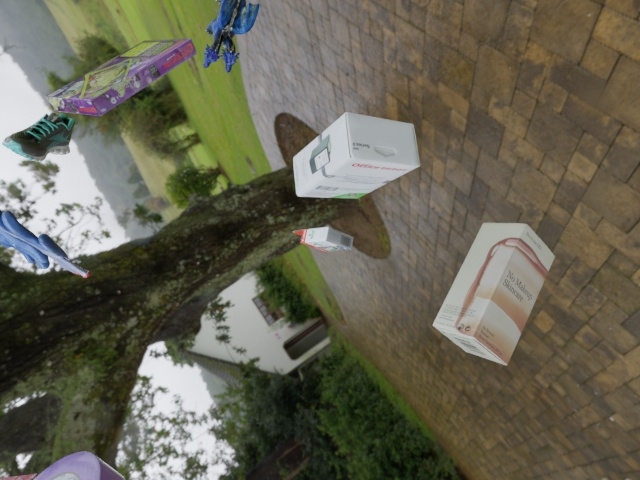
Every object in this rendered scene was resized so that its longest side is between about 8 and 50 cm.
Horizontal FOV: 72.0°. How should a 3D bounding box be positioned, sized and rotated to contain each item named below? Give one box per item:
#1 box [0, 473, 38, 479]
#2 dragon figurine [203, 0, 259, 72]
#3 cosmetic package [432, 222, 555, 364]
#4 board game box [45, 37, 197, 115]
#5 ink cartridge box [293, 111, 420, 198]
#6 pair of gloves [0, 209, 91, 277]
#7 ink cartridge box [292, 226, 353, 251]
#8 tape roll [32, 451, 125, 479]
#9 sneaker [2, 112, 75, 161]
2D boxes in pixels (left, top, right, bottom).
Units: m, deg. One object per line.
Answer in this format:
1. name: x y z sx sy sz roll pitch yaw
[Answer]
1. box: -0.737 0.665 0.968 0.257 0.122 0.128 -62 -43 -71
2. dragon figurine: -0.203 -0.535 1.034 0.085 0.289 0.144 18 -167 -35
3. cosmetic package: 0.413 0.119 1.043 0.153 0.296 0.129 36 165 -26
4. board game box: -0.515 -0.439 1.160 0.208 0.347 0.056 11 138 34
5. ink cartridge box: 0.085 -0.208 1.155 0.289 0.211 0.122 -23 70 58
6. pair of gloves: -0.413 0.000 0.606 0.198 0.023 0.159 12 150 29
7. ink cartridge box: 0.000 0.000 0.824 0.063 0.029 0.115 21 164 -36
8. tape roll: -0.519 0.566 0.857 0.090 0.275 0.275 60 169 -29
9. sneaker: -0.480 -0.187 0.761 0.065 0.076 0.166 29 -165 -15
